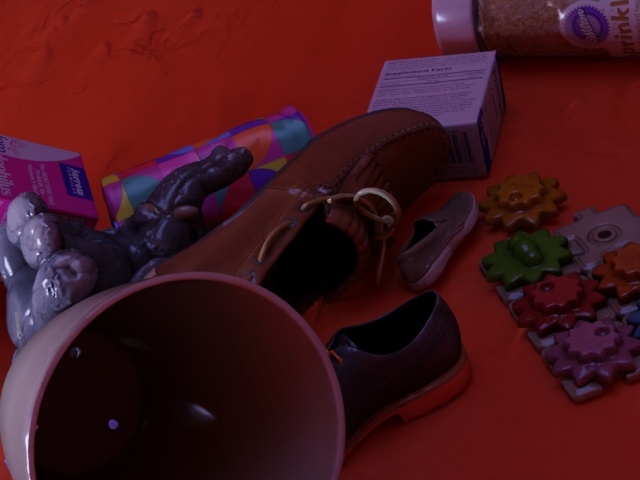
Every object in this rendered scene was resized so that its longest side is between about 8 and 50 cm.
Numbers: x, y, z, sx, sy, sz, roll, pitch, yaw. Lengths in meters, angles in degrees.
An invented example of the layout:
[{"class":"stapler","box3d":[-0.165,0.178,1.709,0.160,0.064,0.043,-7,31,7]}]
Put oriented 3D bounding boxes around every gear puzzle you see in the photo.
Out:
[{"class":"gear puzzle","box3d":[0.242,0.014,1.816,0.175,0.044,0.339,-21,34,-6]}]

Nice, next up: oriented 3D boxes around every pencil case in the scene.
[{"class":"pencil case","box3d":[-0.111,-0.054,2.018,0.236,0.104,0.104,-24,35,-7]}]

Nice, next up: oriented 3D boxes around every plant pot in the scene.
[{"class":"plant pot","box3d":[-0.156,0.143,1.587,0.256,0.256,0.274,-32,17,-22]}]

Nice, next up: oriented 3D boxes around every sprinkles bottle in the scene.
[{"class":"sprinkles bottle","box3d":[0.302,-0.254,2.101,0.355,0.121,0.121,1,38,23]}]

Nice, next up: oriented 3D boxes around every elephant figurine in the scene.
[{"class":"elephant figurine","box3d":[-0.179,0.026,1.893,0.239,0.186,0.169,-6,64,-31]}]

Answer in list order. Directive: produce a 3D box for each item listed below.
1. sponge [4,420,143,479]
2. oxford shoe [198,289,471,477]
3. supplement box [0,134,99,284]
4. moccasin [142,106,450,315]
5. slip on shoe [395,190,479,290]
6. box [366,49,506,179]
[{"class":"sponge","box3d":[-0.168,0.178,1.768,0.210,0.031,0.117,-32,38,-22]},{"class":"oxford shoe","box3d":[0.002,0.130,1.703,0.271,0.098,0.097,-30,37,-19]},{"class":"supplement box","box3d":[-0.347,-0.037,1.954,0.220,0.114,0.111,13,34,-30]},{"class":"moccasin","box3d":[0.000,-0.003,1.850,0.147,0.139,0.380,25,42,34]},{"class":"slip on shoe","box3d":[0.110,-0.009,1.895,0.051,0.041,0.135,-21,26,47]},{"class":"box","box3d":[0.120,-0.128,2.043,0.126,0.072,0.137,-3,37,19]}]
